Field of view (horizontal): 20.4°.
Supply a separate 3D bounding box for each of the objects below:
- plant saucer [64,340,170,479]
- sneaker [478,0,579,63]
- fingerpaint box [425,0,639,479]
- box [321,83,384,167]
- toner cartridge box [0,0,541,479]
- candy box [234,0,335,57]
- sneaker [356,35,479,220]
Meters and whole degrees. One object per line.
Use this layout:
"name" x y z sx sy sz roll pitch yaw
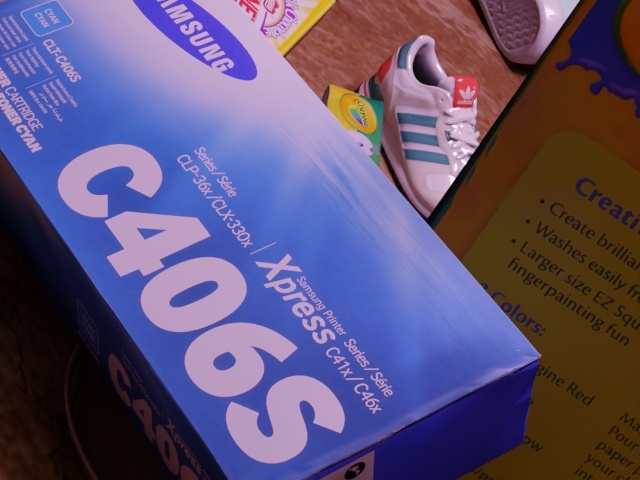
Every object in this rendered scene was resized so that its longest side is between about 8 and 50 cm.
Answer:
"plant saucer" -0.064 0.111 0.926 0.168 0.029 0.168 26 35 -20
"sneaker" 0.195 -0.254 1.559 0.151 0.094 0.256 4 57 -36
"fingerpaint box" 0.277 0.061 0.974 0.444 0.371 0.163 33 29 1
"box" 0.000 0.000 1.048 0.043 0.105 0.179 19 38 -7
"toner cartridge box" -0.057 -0.005 0.914 0.165 0.075 0.348 -24 55 -23
"candy box" -0.065 -0.161 1.247 0.105 0.027 0.206 42 33 -4
"sneaker" 0.087 -0.075 1.256 0.057 0.075 0.161 4 48 -43
